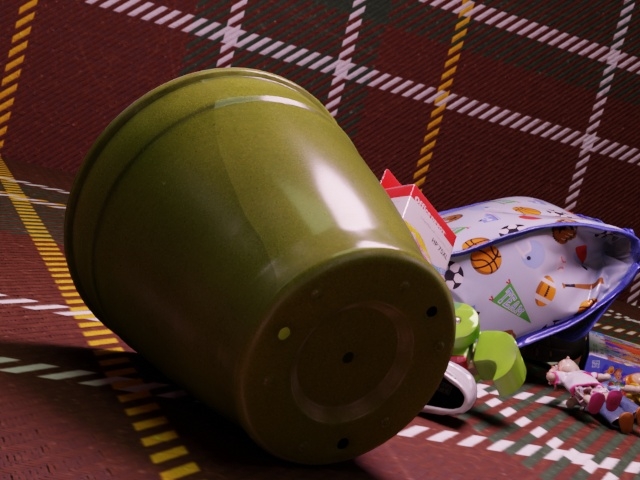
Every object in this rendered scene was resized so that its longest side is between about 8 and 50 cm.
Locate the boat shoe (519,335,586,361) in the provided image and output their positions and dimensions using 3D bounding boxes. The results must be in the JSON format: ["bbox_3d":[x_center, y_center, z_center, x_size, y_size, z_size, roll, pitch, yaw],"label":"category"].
[{"bbox_3d":[0.390,0.149,2.177,0.130,0.132,0.355,10,9,-40],"label":"boat shoe"}]

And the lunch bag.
[{"bbox_3d":[0.324,0.051,1.929,0.385,0.239,0.328,-20,14,-11],"label":"lunch bag"}]

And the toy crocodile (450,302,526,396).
[{"bbox_3d":[0.120,0.149,1.540,0.340,0.115,0.105,8,47,20],"label":"toy crocodile"}]

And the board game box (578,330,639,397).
[{"bbox_3d":[0.583,0.249,1.972,0.233,0.078,0.347,16,6,12],"label":"board game box"}]

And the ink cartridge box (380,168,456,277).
[{"bbox_3d":[0.127,0.012,1.664,0.078,0.231,0.134,-8,-42,39],"label":"ink cartridge box"}]

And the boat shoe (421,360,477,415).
[{"bbox_3d":[0.079,0.158,1.434,0.258,0.095,0.084,15,1,11],"label":"boat shoe"}]

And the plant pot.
[{"bbox_3d":[-0.045,0.043,1.170,0.366,0.366,0.353,12,18,-33],"label":"plant pot"}]

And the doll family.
[{"bbox_3d":[0.473,0.243,1.721,0.263,0.118,0.163,-5,17,-13],"label":"doll family"}]

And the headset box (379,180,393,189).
[{"bbox_3d":[0.000,0.000,1.821,0.246,0.283,0.131,21,7,38],"label":"headset box"}]
